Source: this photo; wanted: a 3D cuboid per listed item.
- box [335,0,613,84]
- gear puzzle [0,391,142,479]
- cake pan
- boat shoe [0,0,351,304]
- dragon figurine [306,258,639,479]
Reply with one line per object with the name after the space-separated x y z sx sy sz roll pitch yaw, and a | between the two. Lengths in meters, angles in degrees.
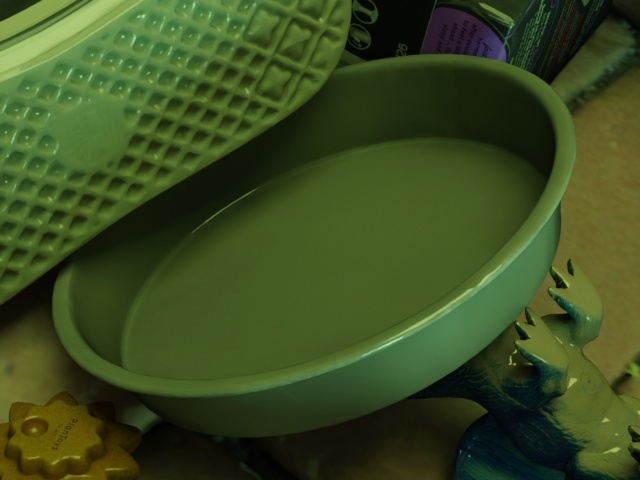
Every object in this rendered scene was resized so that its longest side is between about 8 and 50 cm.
0.102 -0.177 1.046 0.143 0.165 0.270 30 47 14 | box
-0.239 0.135 0.739 0.339 0.044 0.175 -13 40 -24 | gear puzzle
0.000 0.000 0.848 0.293 0.054 0.293 -17 31 11 | cake pan
-0.217 -0.063 0.850 0.500 0.186 0.156 -30 43 -23 | boat shoe
0.128 0.107 0.845 0.289 0.144 0.085 40 49 -2 | dragon figurine
